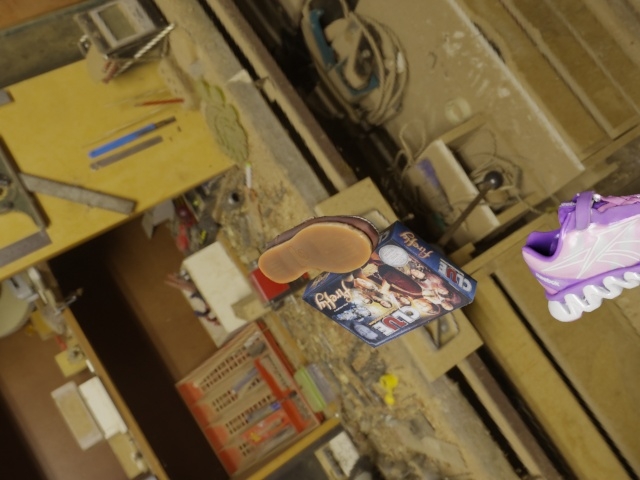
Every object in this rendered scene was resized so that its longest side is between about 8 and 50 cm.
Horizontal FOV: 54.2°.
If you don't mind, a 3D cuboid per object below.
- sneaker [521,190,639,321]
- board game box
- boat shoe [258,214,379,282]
[{"bbox_3d":[0.293,-0.011,0.616,0.104,0.095,0.236,48,135,1],"label":"sneaker"},{"bbox_3d":[0.103,0.080,0.998,0.165,0.042,0.243,35,139,-15],"label":"board game box"},{"bbox_3d":[0.000,0.000,0.787,0.207,0.073,0.073,-13,117,49],"label":"boat shoe"}]
